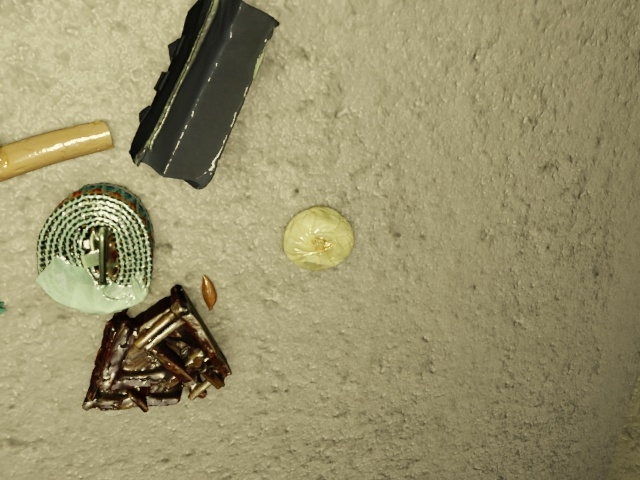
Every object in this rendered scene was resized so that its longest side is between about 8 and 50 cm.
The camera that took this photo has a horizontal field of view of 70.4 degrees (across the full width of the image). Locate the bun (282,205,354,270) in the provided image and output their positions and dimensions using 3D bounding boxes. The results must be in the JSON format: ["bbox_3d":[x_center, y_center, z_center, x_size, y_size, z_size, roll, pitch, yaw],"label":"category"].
[{"bbox_3d":[0.000,0.000,1.115,0.188,0.111,0.164,22,102,-33],"label":"bun"}]

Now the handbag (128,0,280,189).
[{"bbox_3d":[-0.224,-0.262,0.795,0.121,0.329,0.304,23,94,-31],"label":"handbag"}]

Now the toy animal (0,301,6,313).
[{"bbox_3d":[-0.672,0.056,0.858,0.103,0.100,0.209,6,115,15],"label":"toy animal"}]

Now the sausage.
[{"bbox_3d":[-0.541,-0.156,0.840,0.301,0.066,0.066,-24,117,-16],"label":"sausage"}]

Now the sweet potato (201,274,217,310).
[{"bbox_3d":[-0.267,0.124,1.087,0.034,0.034,0.095,-13,115,-19],"label":"sweet potato"}]

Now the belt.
[{"bbox_3d":[-0.439,0.021,0.903,0.206,0.150,0.258,3,107,-16],"label":"belt"}]

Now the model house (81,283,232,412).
[{"bbox_3d":[-0.359,0.278,0.967,0.282,0.317,0.297,-30,106,-15],"label":"model house"}]
